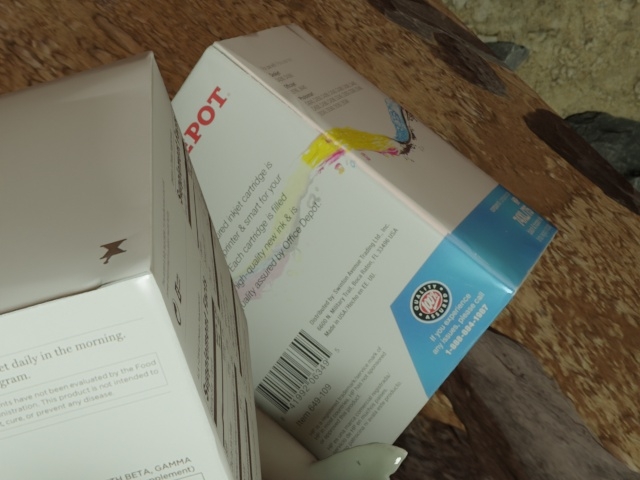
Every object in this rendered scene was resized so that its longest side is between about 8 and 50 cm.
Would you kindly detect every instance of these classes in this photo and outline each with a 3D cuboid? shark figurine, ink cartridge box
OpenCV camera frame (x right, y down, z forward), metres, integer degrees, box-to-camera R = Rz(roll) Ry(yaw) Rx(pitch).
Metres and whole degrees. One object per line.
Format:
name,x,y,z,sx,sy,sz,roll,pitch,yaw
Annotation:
shark figurine,0.041,0.177,0.946,0.278,0.116,0.166,33,22,-5
ink cartridge box,0.000,0.000,1.137,0.270,0.198,0.197,39,21,5

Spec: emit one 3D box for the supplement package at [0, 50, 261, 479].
supplement package,-0.168,0.057,0.603,0.204,0.262,0.145,-101,176,-62
